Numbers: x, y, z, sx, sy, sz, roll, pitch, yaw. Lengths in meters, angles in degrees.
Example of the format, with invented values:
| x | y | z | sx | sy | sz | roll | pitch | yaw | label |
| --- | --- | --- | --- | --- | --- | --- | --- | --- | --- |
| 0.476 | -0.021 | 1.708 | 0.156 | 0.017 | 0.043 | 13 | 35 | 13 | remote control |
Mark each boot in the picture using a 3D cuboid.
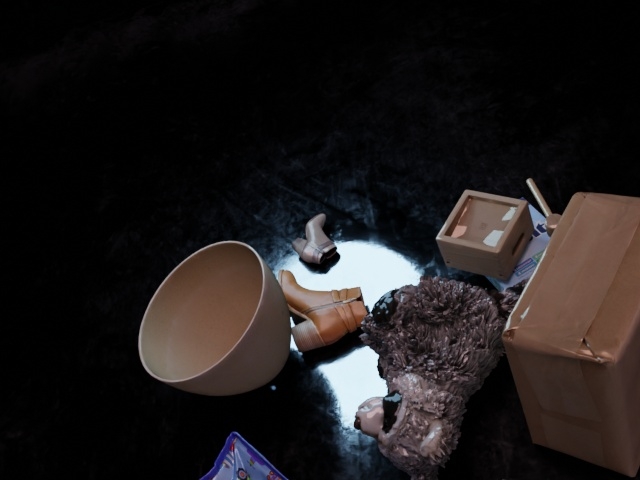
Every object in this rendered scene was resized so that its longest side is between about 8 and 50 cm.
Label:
| x | y | z | sx | sy | sz | roll | pitch | yaw | label |
| --- | --- | --- | --- | --- | --- | --- | --- | --- | --- |
| 0.006 | 0.115 | 1.775 | 0.152 | 0.073 | 0.197 | -23 | 55 | 3 | boot |
| 0.000 | 0.000 | 1.914 | 0.087 | 0.042 | 0.118 | 27 | 64 | 33 | boot |

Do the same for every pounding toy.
| x | y | z | sx | sy | sz | roll | pitch | yaw | label |
| --- | --- | --- | --- | --- | --- | --- | --- | --- | --- |
| 0.349 | -0.020 | 1.673 | 0.206 | 0.094 | 0.181 | 14 | 57 | 35 | pounding toy |

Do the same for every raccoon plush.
| x | y | z | sx | sy | sz | roll | pitch | yaw | label |
| --- | --- | --- | --- | --- | --- | --- | --- | --- | --- |
| 0.261 | 0.208 | 1.489 | 0.447 | 0.216 | 0.299 | -22 | 51 | 2 | raccoon plush |

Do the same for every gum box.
| x | y | z | sx | sy | sz | roll | pitch | yaw | label |
| --- | --- | --- | --- | --- | --- | --- | --- | --- | --- |
| 0.370 | 0.016 | 1.729 | 0.157 | 0.041 | 0.184 | -30 | 43 | -5 | gum box |

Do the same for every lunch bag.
| x | y | z | sx | sy | sz | roll | pitch | yaw | label |
| --- | --- | --- | --- | --- | --- | --- | --- | --- | --- |
| -0.027 | 0.442 | 1.357 | 0.293 | 0.221 | 0.138 | 19 | 58 | 36 | lunch bag |

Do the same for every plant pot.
| x | y | z | sx | sy | sz | roll | pitch | yaw | label |
| --- | --- | --- | --- | --- | --- | --- | --- | --- | --- |
| -0.162 | 0.169 | 1.686 | 0.284 | 0.191 | 0.284 | -22 | 46 | 25 | plant pot |

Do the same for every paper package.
| x | y | z | sx | sy | sz | roll | pitch | yaw | label |
| --- | --- | --- | --- | --- | --- | --- | --- | --- | --- |
| 0.426 | 0.137 | 1.381 | 0.168 | 0.324 | 0.309 | 13 | 55 | 34 | paper package |
